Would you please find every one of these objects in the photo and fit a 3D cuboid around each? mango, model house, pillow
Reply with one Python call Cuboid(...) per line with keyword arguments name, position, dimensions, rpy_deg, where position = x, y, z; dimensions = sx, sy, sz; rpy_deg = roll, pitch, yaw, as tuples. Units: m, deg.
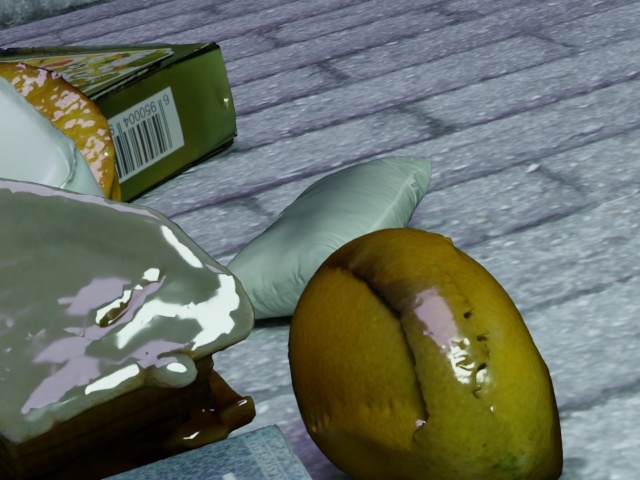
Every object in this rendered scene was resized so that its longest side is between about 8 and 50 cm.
Cuboid(name="mango", position=(0.059, 0.078, 0.884), dimensions=(0.136, 0.166, 0.236), rpy_deg=(-23, 20, -14))
Cuboid(name="model house", position=(-0.174, 0.080, 0.991), dimensions=(0.199, 0.219, 0.229), rpy_deg=(-29, -21, -21))
Cuboid(name="pillow", position=(-0.001, 0.000, 1.266), dimensions=(0.144, 0.078, 0.254), rpy_deg=(-14, 16, 27))

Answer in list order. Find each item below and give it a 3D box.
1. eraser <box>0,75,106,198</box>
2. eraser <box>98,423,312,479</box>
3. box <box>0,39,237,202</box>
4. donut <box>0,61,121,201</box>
Cuboid(name="eraser", position=(-0.290, -0.009, 1.140), dimensions=(0.331, 0.150, 0.331), rpy_deg=(-12, 44, 12))
Cuboid(name="eraser", position=(-0.110, 0.176, 0.887), dimensions=(0.213, 0.046, 0.092), rpy_deg=(-17, 19, -11))
Cuboid(name="box", position=(-0.368, -0.113, 1.713), dimensions=(0.420, 0.138, 0.373), rpy_deg=(2, 25, 37))
Cuboid(name="donut", position=(-0.308, -0.020, 1.330), dimensions=(0.303, 0.110, 0.302), rpy_deg=(-9, 49, 10))
